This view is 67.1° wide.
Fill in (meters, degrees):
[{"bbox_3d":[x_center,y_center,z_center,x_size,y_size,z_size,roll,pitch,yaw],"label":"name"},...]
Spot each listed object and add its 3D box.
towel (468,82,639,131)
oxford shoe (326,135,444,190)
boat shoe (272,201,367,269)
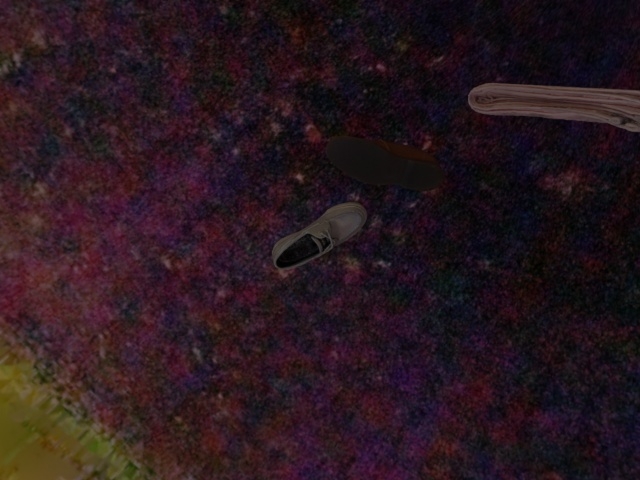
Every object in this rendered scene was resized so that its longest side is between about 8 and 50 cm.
[{"bbox_3d":[0.437,-0.187,0.685,0.317,0.331,0.054,-134,45,-63],"label":"towel"},{"bbox_3d":[0.110,-0.144,0.851,0.212,0.076,0.076,13,130,-14],"label":"oxford shoe"},{"bbox_3d":[-0.001,-0.001,1.019,0.227,0.081,0.079,-28,112,11],"label":"boat shoe"}]
